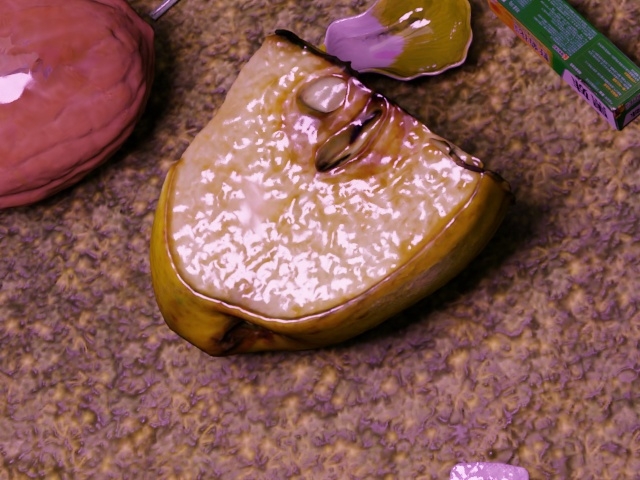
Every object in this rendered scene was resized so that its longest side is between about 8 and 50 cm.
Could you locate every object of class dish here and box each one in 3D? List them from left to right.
[{"bbox_3d":[0.069,-0.169,1.672,0.137,0.039,0.091,-13,65,15],"label":"dish"}]

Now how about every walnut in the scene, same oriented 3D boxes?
[{"bbox_3d":[-0.267,-0.137,1.680,0.261,0.225,0.225,-23,58,1],"label":"walnut"}]

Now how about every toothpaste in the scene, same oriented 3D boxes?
[{"bbox_3d":[0.207,-0.165,1.621,0.043,0.037,0.178,-38,58,-6],"label":"toothpaste"}]

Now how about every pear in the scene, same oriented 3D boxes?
[{"bbox_3d":[0.000,0.000,1.546,0.238,0.164,0.255,34,84,20],"label":"pear"}]

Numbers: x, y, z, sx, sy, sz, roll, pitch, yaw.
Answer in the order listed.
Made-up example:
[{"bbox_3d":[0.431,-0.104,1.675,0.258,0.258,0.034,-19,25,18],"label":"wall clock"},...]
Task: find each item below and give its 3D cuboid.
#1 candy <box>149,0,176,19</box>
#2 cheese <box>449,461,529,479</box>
[{"bbox_3d":[-0.085,-0.270,1.781,0.194,0.062,0.058,-41,102,6],"label":"candy"},{"bbox_3d":[0.110,0.279,1.418,0.135,0.052,0.244,1,64,20],"label":"cheese"}]
